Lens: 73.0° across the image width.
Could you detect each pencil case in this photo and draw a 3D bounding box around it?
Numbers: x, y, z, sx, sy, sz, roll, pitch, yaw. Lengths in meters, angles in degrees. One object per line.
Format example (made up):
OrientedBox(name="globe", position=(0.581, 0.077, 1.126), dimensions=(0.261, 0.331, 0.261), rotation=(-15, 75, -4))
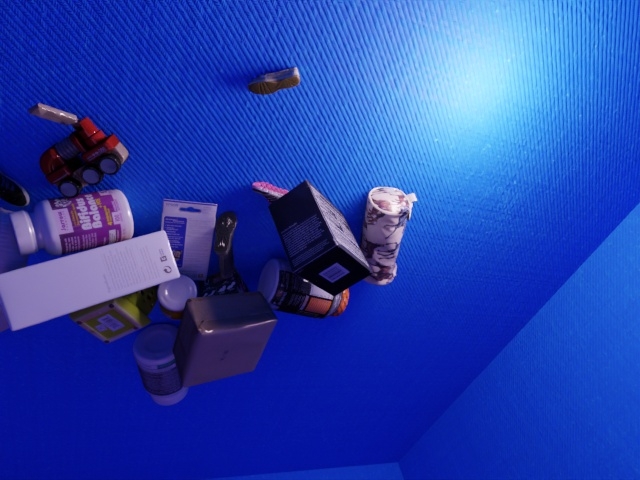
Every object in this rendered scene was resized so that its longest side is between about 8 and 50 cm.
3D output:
OrientedBox(name="pencil case", position=(0.252, -0.007, 1.706), dimensions=(0.184, 0.159, 0.409), rotation=(4, 130, -1))

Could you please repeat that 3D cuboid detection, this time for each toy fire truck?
OrientedBox(name="toy fire truck", position=(-0.708, -0.265, 1.215), dimensions=(0.217, 0.158, 0.246), rotation=(-28, 120, 8))

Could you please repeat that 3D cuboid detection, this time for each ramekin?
OrientedBox(name="ramekin", position=(-0.960, 0.006, 1.331), dimensions=(0.109, 0.207, 0.207), rotation=(13, 126, -38))

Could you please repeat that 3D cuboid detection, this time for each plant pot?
OrientedBox(name="plant pot", position=(-0.752, 0.229, 1.580), dimensions=(0.227, 0.207, 0.228), rotation=(-24, 132, 6))

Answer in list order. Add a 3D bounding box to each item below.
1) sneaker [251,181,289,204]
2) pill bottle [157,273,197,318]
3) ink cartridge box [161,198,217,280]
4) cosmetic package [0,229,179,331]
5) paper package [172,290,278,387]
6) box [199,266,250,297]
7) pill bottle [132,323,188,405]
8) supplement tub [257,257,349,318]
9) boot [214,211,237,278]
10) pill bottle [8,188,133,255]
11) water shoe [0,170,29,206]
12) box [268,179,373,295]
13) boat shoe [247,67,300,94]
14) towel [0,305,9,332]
OrientedBox(name="sneaker", position=(-0.170, -0.150, 1.519), dimensions=(0.171, 0.063, 0.074), rotation=(16, 118, -34))
OrientedBox(name="pill bottle", position=(-0.541, 0.224, 1.638), dimensions=(0.137, 0.136, 0.245), rotation=(1, 159, -17))
OrientedBox(name="ink cartridge box", position=(-0.481, -0.004, 1.553), dimensions=(0.176, 0.069, 0.370), rotation=(4, 131, -19))
OrientedBox(name="cosmetic package", position=(-0.696, 0.112, 1.327), dimensions=(0.454, 0.230, 0.161), rotation=(-19, 95, -29))
OrientedBox(name="paper package", position=(-0.360, 0.359, 1.605), dimensions=(0.310, 0.168, 0.324), rotation=(-2, 132, -35))
OrientedBox(name="box", position=(-0.366, 0.252, 1.760), dimensions=(0.164, 0.142, 0.247), rotation=(-21, 135, 0))
OrientedBox(name="pill bottle", position=(-0.678, 0.549, 1.882), dimensions=(0.205, 0.204, 0.360), rotation=(-4, 130, -13))
OrientedBox(name="supplement tub", position=(-0.067, 0.203, 1.762), dimensions=(0.338, 0.207, 0.207), rotation=(17, 123, -28))
OrientedBox(name="boot", position=(-0.341, 0.019, 1.590), dimensions=(0.076, 0.189, 0.208), rotation=(10, 154, 5))
OrientedBox(name="pill bottle", position=(-0.741, -0.051, 1.299), dimensions=(0.302, 0.169, 0.169), rotation=(-17, 138, -36))
OrientedBox(name="water shoe", position=(-0.950, -0.161, 1.264), dimensions=(0.073, 0.080, 0.203), rotation=(-23, 133, 4))
OrientedBox(name="box", position=(0.000, 0.000, 1.509), dimensions=(0.183, 0.293, 0.296), rotation=(-32, 145, 14))
OrientedBox(name="boat shoe", position=(-0.138, -0.470, 1.268), dimensions=(0.153, 0.048, 0.056), rotation=(-13, 156, 3))
OrientedBox(name="towel", position=(-1.269, 0.295, 1.591), dimensions=(0.283, 0.049, 0.187), rotation=(-27, 134, 6))
